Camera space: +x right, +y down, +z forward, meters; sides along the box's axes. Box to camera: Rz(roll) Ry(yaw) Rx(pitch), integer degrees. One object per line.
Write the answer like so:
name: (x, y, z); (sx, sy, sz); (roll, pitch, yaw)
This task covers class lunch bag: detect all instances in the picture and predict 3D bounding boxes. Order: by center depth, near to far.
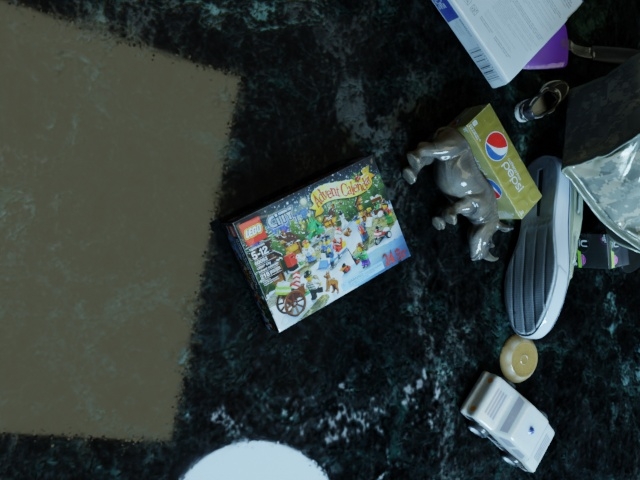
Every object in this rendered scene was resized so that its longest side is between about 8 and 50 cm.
lunch bag: (0.532, -0.116, 1.147); (0.287, 0.169, 0.235); (43, 44, -22)

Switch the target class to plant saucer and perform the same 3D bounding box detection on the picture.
plant saucer: (0.335, 0.197, 1.169); (0.083, 0.015, 0.083); (-1, 91, -29)

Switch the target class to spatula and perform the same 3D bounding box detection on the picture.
spatula: (0.459, -0.330, 1.215); (0.296, 0.030, 0.084); (-2, 90, -29)

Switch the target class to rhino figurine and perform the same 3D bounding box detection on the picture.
rhino figurine: (0.218, -0.063, 1.066); (0.106, 0.073, 0.243); (-42, 111, -19)

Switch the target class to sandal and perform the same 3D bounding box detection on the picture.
sandal: (0.625, 0.007, 1.309); (0.179, 0.040, 0.067); (-32, 106, -25)

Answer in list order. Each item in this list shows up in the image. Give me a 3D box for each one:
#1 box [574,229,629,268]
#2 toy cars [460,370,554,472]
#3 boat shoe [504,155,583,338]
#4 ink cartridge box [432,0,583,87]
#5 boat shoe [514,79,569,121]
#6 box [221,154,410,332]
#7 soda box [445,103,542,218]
box: (0.476, 0.014, 1.203); (0.052, 0.083, 0.062); (-10, 96, -28)
toy cars: (0.332, 0.399, 1.131); (0.176, 0.087, 0.394); (-11, 96, -29)
boat shoe: (0.377, 0.013, 1.138); (0.094, 0.109, 0.302); (16, 81, -30)
ink cartridge box: (0.286, -0.395, 1.103); (0.224, 0.045, 0.223); (-45, 107, -18)
boat shoe: (0.378, -0.235, 1.168); (0.125, 0.038, 0.046); (-28, 104, -25)
box: (0.000, 0.000, 0.962); (0.233, 0.044, 0.159); (-29, 105, -25)
soda box: (0.272, -0.121, 1.102); (0.061, 0.058, 0.181); (-43, 111, -21)
